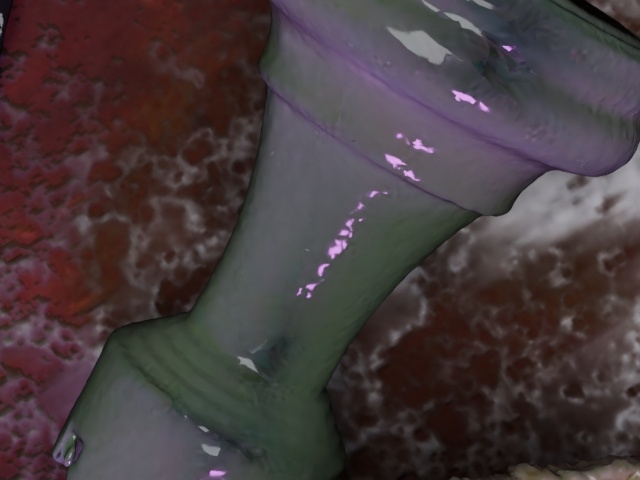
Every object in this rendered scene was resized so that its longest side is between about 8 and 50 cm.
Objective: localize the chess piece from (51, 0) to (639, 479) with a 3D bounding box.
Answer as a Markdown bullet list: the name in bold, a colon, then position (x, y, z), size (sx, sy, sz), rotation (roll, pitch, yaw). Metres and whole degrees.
- **chess piece**: position (0.000, 0.000, 0.855), size (0.195, 0.194, 0.299), rotation (31, 102, 2)

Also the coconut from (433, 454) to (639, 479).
- **coconut**: position (0.079, 0.247, 0.805), size (0.297, 0.254, 0.297), rotation (10, 62, -19)

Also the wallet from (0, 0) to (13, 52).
- **wallet**: position (-0.240, -0.019, 0.936), size (0.146, 0.030, 0.285), rotation (12, 94, 6)
